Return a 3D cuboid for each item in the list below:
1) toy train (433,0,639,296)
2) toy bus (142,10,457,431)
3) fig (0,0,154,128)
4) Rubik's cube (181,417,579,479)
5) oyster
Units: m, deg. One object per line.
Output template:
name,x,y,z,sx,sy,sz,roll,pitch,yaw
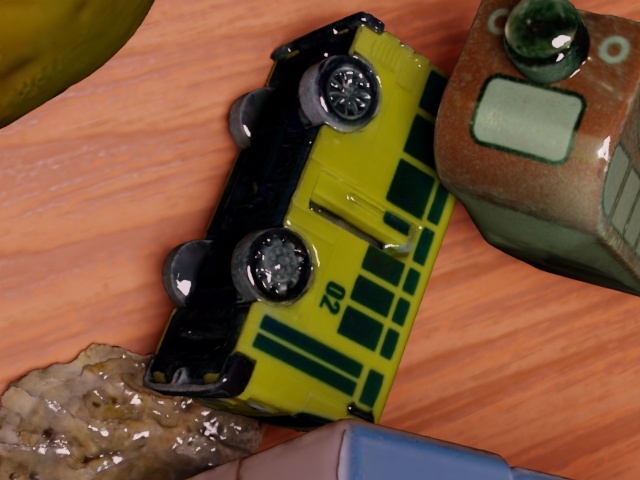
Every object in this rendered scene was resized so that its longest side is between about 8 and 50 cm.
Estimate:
toy train,0.175,-0.058,0.829,0.326,0.129,0.159,29,80,-63
toy bus,0.000,0.000,0.817,0.150,0.128,0.262,29,71,-26
fig,-0.210,-0.217,0.639,0.344,0.343,0.343,-4,100,-21
Rubik's cube,0.050,0.331,0.735,0.344,0.347,0.346,17,63,-29
oyster,-0.132,0.142,0.854,0.209,0.072,0.132,8,93,-21
